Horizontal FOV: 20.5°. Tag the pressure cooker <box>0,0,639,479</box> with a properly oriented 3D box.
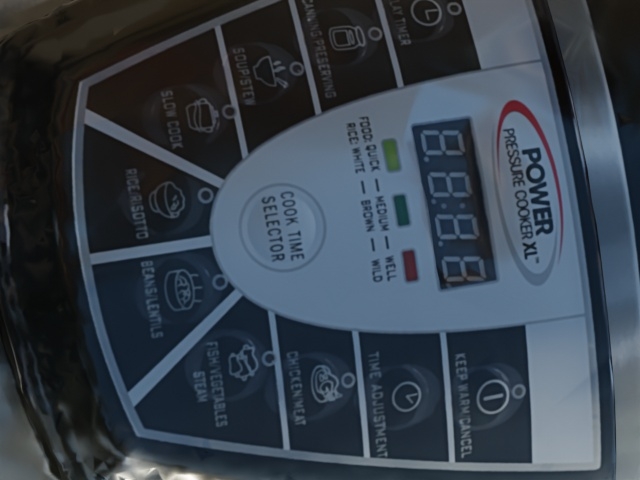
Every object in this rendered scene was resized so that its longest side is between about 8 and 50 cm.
[{"bbox_3d":[-0.001,-0.002,0.722,0.420,0.375,0.370,-8,135,-12],"label":"pressure cooker"}]
